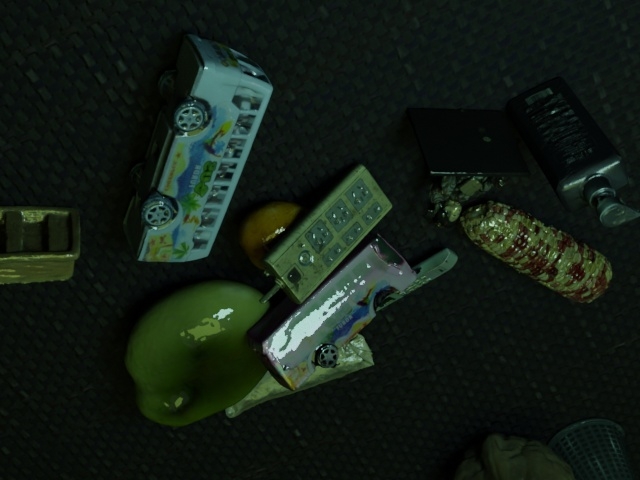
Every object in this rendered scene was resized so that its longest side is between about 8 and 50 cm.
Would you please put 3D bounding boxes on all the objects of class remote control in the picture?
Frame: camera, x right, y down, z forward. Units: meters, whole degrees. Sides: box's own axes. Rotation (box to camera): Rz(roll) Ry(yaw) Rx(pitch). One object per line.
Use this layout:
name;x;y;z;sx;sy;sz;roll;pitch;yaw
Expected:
remote control;0.146;0.064;1.804;0.166;0.029;0.065;-31;163;13

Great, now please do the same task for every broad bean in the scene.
broad bean;-0.195;0.181;1.764;0.238;0.119;0.291;28;114;-28

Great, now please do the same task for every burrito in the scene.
burrito;-0.045;0.228;1.871;0.275;0.059;0.082;-23;120;4

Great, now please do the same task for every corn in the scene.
corn;0.348;0.014;1.783;0.290;0.098;0.098;27;115;-24

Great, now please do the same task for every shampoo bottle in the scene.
shampoo bottle;0.354;-0.120;1.550;0.098;0.309;0.071;-25;126;7

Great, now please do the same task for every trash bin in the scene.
trash bin;0.528;0.451;2.094;0.176;0.161;0.175;-6;125;-9

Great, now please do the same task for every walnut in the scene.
walnut;0.348;0.474;2.013;0.248;0.248;0.248;-6;126;-8

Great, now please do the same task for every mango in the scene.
mango;-0.047;-0.001;1.690;0.165;0.089;0.115;19;110;-27

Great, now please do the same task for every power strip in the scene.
power strip;0.000;0.000;1.642;0.268;0.034;0.092;-46;116;-20

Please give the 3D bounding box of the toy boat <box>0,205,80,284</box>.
toy boat;-0.442;0.007;1.588;0.188;0.116;0.061;0;131;-14

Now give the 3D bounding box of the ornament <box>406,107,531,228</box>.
ornament;0.207;-0.078;1.664;0.166;0.153;0.196;0;134;-12

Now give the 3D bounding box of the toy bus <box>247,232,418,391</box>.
toy bus;0.019;0.105;1.717;0.274;0.090;0.112;-42;114;-15

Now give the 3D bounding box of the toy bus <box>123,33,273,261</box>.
toy bus;-0.179;-0.122;1.562;0.136;0.109;0.329;7;124;-28
